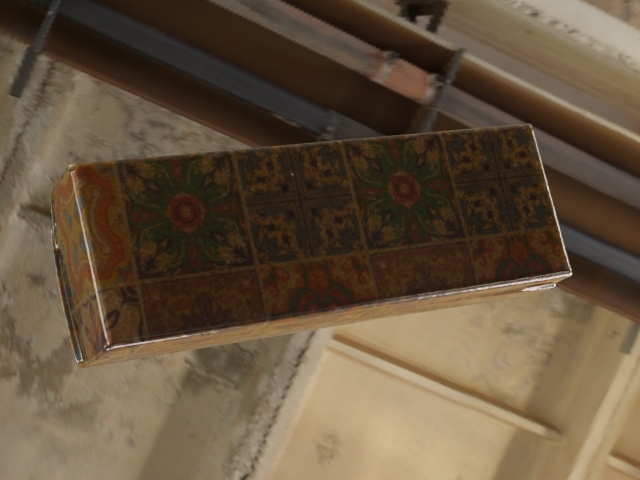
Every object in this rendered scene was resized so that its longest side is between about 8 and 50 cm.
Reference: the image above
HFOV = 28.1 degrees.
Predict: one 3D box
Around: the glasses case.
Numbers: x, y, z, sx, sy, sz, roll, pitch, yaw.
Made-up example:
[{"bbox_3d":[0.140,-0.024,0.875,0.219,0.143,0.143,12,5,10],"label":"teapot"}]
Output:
[{"bbox_3d":[0.000,0.000,0.543,0.218,0.049,0.075,-7,-103,-28],"label":"glasses case"}]
